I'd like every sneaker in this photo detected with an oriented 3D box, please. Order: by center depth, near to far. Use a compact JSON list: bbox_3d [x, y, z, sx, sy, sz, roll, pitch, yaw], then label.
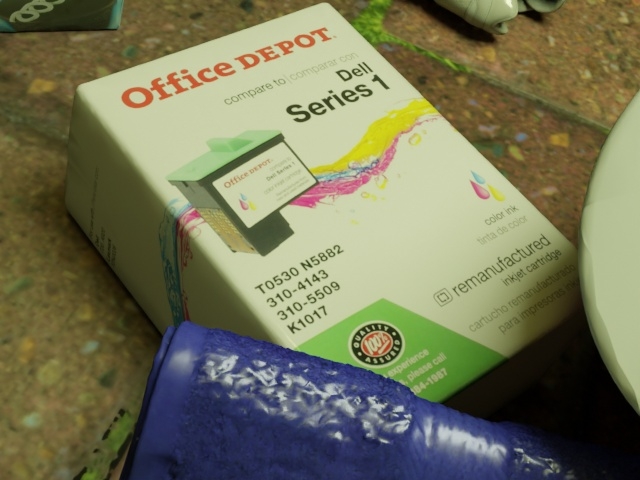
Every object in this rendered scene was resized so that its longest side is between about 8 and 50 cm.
[{"bbox_3d":[0.193,-0.266,0.929,0.121,0.099,0.262,43,60,10],"label":"sneaker"}]

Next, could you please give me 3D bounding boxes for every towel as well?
[{"bbox_3d":[0.049,0.178,0.462,0.308,0.227,0.076,16,10,-3],"label":"towel"}]

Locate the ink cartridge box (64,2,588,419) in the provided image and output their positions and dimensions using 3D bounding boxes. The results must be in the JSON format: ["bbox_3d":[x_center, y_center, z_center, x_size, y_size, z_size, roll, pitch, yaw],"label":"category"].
[{"bbox_3d":[0.000,0.000,0.627,0.201,0.117,0.278,-26,63,-32],"label":"ink cartridge box"}]

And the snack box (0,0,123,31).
[{"bbox_3d":[-0.320,-0.243,0.750,0.322,0.060,0.187,-5,66,-20],"label":"snack box"}]

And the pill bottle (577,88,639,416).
[{"bbox_3d":[0.259,-0.001,0.520,0.224,0.224,0.392,41,17,18],"label":"pill bottle"}]
